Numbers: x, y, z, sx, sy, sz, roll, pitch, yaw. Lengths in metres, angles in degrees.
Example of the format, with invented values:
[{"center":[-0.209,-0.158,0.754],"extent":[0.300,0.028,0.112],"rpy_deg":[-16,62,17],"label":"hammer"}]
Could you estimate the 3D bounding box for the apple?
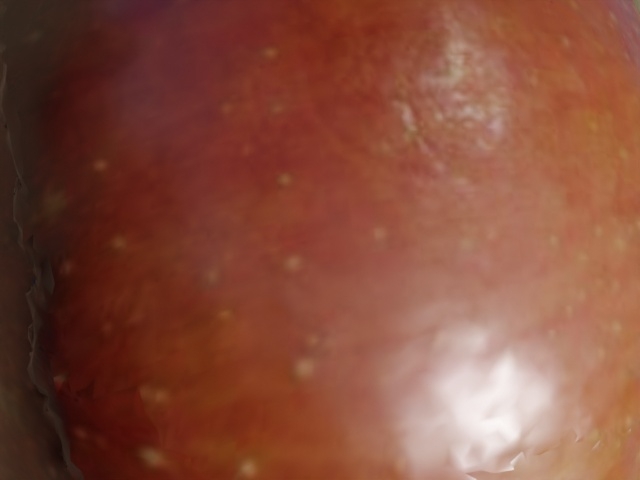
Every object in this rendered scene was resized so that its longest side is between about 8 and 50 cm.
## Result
[{"center":[0.000,0.000,0.436],"extent":[0.206,0.251,0.272],"rpy_deg":[-5,50,-5],"label":"apple"}]
